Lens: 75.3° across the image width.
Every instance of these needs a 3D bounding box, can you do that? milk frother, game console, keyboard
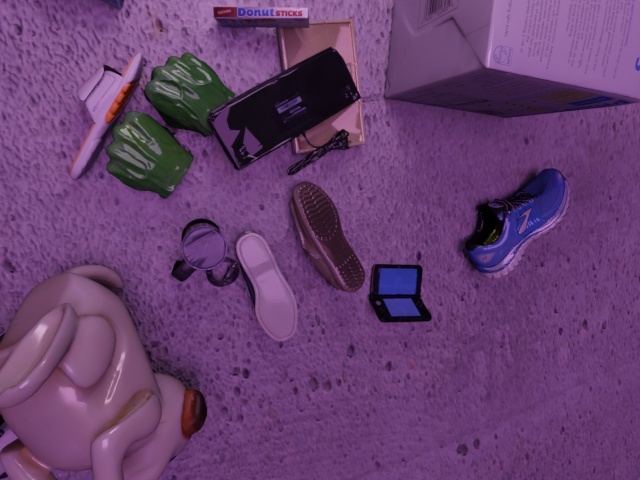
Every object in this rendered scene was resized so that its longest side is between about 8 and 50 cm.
[{"bbox_3d":[-0.216,0.035,0.839,0.143,0.135,0.129,22,93,-20],"label":"milk frother"},{"bbox_3d":[0.201,0.129,1.020,0.144,0.124,0.085,2,125,-18],"label":"game console"},{"bbox_3d":[-0.049,-0.239,0.850,0.317,0.033,0.201,-34,110,-15],"label":"keyboard"}]

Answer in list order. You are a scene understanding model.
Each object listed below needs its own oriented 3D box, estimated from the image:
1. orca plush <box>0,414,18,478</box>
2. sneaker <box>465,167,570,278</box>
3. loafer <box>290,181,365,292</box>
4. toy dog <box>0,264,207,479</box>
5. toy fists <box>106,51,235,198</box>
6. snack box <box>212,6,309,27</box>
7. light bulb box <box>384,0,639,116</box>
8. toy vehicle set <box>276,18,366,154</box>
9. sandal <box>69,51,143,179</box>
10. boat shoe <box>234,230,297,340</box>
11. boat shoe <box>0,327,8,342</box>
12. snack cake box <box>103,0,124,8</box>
[{"bbox_3d":[-0.587,0.345,0.791,0.102,0.151,0.287,36,68,23],"label":"orca plush"},{"bbox_3d":[0.498,-0.064,1.059,0.147,0.130,0.330,42,85,-22],"label":"sneaker"},{"bbox_3d":[0.000,0.000,0.927,0.102,0.092,0.268,-27,92,-40],"label":"loafer"},{"bbox_3d":[-0.402,0.283,0.745,0.285,0.395,0.408,-25,122,7],"label":"toy dog"},{"bbox_3d":[-0.294,-0.224,0.793,0.142,0.096,0.279,35,86,-33],"label":"toy fists"},{"bbox_3d":[-0.112,-0.431,0.803,0.178,0.064,0.022,1,103,1],"label":"snack box"},{"bbox_3d":[0.378,-0.396,0.841,0.361,0.358,0.225,2,101,-19],"label":"light bulb box"},{"bbox_3d":[0.004,-0.332,0.901,0.166,0.035,0.266,-10,102,-16],"label":"toy vehicle set"},{"bbox_3d":[-0.408,-0.237,0.748,0.076,0.102,0.265,30,91,-23],"label":"sandal"},{"bbox_3d":[-0.123,0.099,0.910,0.095,0.079,0.254,-27,104,-10],"label":"boat shoe"},{"bbox_3d":[-0.626,0.264,0.775,0.080,0.076,0.228,41,85,-20],"label":"boat shoe"},{"bbox_3d":[-0.451,-0.534,0.691,0.264,0.089,0.152,20,94,-20],"label":"snack cake box"}]
